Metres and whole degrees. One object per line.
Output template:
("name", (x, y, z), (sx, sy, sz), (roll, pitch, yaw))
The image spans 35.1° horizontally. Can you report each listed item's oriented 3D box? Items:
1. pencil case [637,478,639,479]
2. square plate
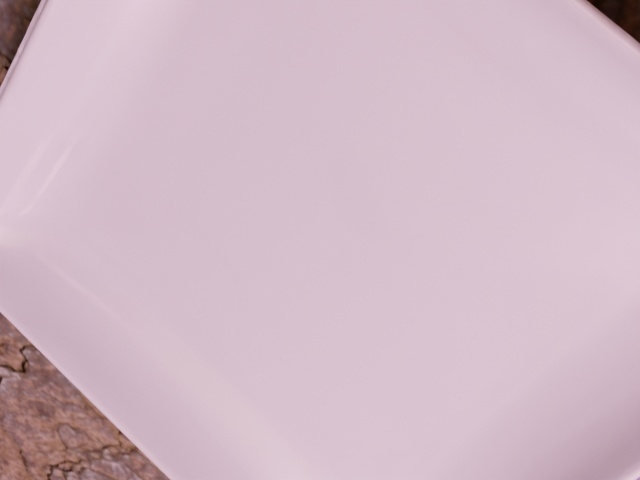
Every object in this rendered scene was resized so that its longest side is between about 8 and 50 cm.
("pencil case", (0.094, 0.072, 0.561), (0.306, 0.119, 0.133), (8, 96, 25))
("square plate", (0.000, 0.000, 0.475), (0.347, 0.049, 0.344), (42, 124, 5))
